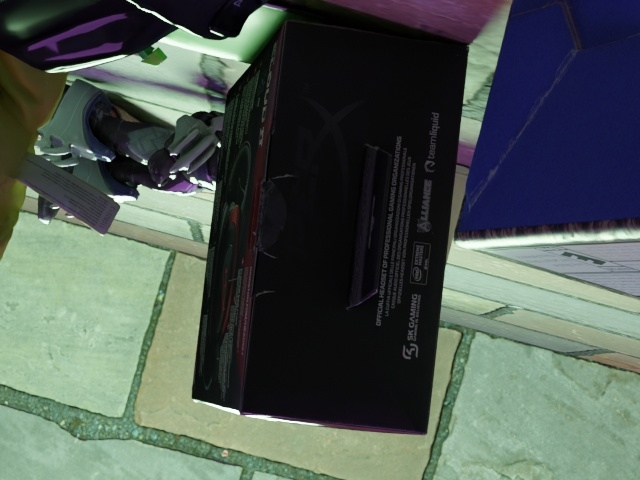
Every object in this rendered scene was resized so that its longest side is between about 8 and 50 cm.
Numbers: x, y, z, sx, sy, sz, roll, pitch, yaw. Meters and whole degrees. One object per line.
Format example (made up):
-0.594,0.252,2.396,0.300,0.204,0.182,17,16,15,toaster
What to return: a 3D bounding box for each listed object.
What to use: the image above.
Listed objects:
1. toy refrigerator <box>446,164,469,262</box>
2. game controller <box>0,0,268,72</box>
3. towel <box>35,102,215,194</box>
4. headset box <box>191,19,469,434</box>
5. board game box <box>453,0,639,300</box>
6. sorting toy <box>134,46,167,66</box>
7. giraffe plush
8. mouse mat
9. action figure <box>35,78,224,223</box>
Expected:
0.060,-0.007,1.482,0.094,0.102,0.269,15,174,-2,toy refrigerator
-0.149,-0.145,0.712,0.166,0.067,0.319,-6,164,32,game controller
-0.211,-0.095,1.674,0.237,0.037,0.329,10,175,24,towel
0.000,0.000,1.043,0.110,0.218,0.293,7,175,-9,headset box
0.229,-0.028,0.591,0.291,0.141,0.232,16,174,-16,board game box
-0.141,-0.133,1.164,0.083,0.012,0.062,18,178,40,sorting toy
-0.225,-0.074,0.972,0.210,0.181,0.170,51,156,-21,giraffe plush
-0.062,-0.130,1.055,0.152,0.007,0.190,14,176,4,mouse mat
-0.106,-0.059,1.408,0.285,0.099,0.185,7,154,24,action figure
